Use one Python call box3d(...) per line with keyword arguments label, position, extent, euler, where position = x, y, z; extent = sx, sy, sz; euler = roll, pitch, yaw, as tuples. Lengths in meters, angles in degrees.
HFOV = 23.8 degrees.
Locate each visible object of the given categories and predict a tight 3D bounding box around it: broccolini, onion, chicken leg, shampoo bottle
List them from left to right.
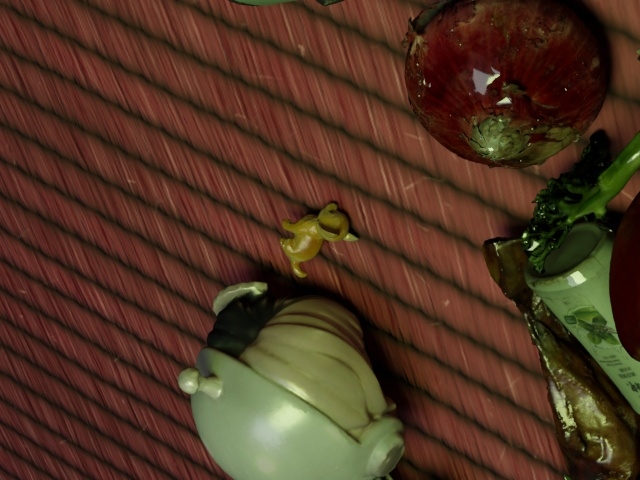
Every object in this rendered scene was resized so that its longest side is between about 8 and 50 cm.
box3d(label="onion", position=(0.151, -0.129, 1.304), extent=(0.184, 0.147, 0.184), euler=(12, 134, 13))
box3d(label="chicken leg", position=(0.240, 0.123, 1.483), extent=(0.093, 0.113, 0.304), euler=(-19, 110, 27))
box3d(label="broccolini", position=(0.249, -0.068, 1.274), extent=(0.062, 0.123, 0.271), euler=(21, 154, -8))
box3d(label="shampoo bottle", position=(0.296, 0.094, 1.408), extent=(0.234, 0.087, 0.118), euler=(49, 169, -14))

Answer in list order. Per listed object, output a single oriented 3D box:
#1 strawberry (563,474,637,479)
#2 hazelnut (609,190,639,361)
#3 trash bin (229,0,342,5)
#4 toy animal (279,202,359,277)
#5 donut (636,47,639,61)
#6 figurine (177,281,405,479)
box3d(label="strawberry", position=(0.287, 0.310, 1.593), extent=(0.131, 0.131, 0.148), euler=(24, 135, 22))
box3d(label="hazelnut", position=(0.338, 0.019, 1.255), extent=(0.208, 0.208, 0.208), euler=(23, 136, 24))
box3d(label="trash bin", position=(0.035, -0.307, 1.186), extent=(0.263, 0.217, 0.277), euler=(-1, 149, 40))
box3d(label="toy animal", position=(0.000, 0.000, 1.615), extent=(0.083, 0.060, 0.081), euler=(3, 86, 40))
box3d(label="donut", position=(0.344, -0.175, 1.133), extent=(0.186, 0.144, 0.126), euler=(44, 147, 52))
box3d(label="figurine", position=(-0.005, 0.228, 1.697), extent=(0.253, 0.211, 0.361), euler=(4, 128, 38))
